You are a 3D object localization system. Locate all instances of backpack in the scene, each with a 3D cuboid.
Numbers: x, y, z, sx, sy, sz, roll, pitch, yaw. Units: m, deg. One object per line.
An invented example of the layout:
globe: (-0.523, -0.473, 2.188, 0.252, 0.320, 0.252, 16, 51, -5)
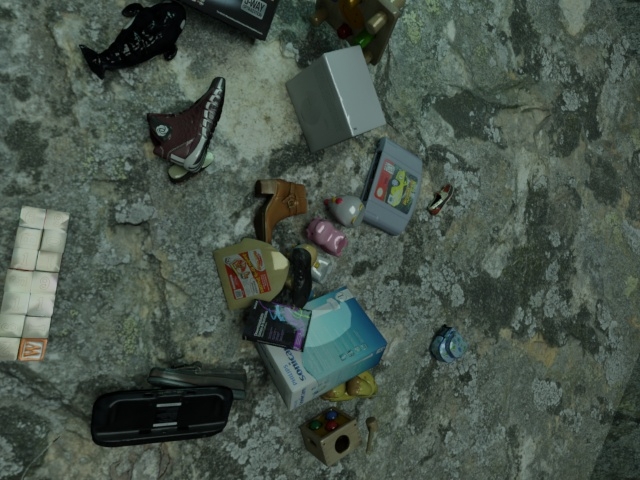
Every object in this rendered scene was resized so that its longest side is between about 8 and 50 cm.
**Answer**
backpack: (0.458, 0.376, 1.559, 0.114, 0.084, 0.105, -44, 107, -20)

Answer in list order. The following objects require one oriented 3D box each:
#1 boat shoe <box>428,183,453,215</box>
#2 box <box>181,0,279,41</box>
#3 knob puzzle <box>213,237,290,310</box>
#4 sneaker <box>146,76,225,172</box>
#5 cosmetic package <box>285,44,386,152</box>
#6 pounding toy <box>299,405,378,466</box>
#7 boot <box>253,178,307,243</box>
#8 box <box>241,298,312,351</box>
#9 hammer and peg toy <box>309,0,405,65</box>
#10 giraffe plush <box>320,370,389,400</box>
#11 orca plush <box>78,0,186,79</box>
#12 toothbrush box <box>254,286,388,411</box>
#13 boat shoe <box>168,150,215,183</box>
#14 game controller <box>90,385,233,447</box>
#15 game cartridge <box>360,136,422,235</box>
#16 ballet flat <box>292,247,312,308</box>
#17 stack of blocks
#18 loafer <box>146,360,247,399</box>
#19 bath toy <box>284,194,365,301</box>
boat shoe: (0.435, -0.154, 1.583, 0.043, 0.049, 0.137, 40, 75, -21)
box: (-0.244, -0.694, 1.114, 0.307, 0.076, 0.243, 12, 110, -36)
knob puzzle: (-0.176, 0.084, 1.193, 0.212, 0.030, 0.213, 0, 97, 1)
sneaker: (-0.345, -0.321, 1.108, 0.162, 0.106, 0.282, 17, 66, -10)
cosmetic package: (0.041, -0.397, 1.258, 0.138, 0.224, 0.224, -27, 102, -28)
pounding toy: (0.074, 0.552, 1.276, 0.205, 0.181, 0.094, -20, 98, -29)
boot: (-0.108, -0.079, 1.254, 0.152, 0.073, 0.197, 1, 91, -34)
box: (-0.111, 0.219, 1.138, 0.161, 0.029, 0.116, 10, 47, 3)
hammer and peg toy: (0.080, -0.627, 1.253, 0.266, 0.361, 0.127, 44, 82, 0)
giraffe plush: (0.098, 0.385, 1.317, 0.210, 0.181, 0.171, 0, 64, -8)
orca plush: (-0.436, -0.509, 1.055, 0.287, 0.102, 0.151, -32, 104, -27)
toothbrush box: (-0.004, 0.286, 1.195, 0.295, 0.216, 0.126, -20, 143, -26)
boat shoe: (-0.336, -0.192, 1.142, 0.133, 0.042, 0.049, -36, 81, -27)
game controller: (-0.373, 0.420, 1.052, 0.318, 0.067, 0.167, 5, 111, -26)
game cartridge: (0.243, -0.176, 1.470, 0.196, 0.060, 0.295, 24, 77, -31)
ballet flat: (-0.054, 0.104, 1.178, 0.057, 0.049, 0.173, -7, 107, -45)
stack of blocks: (-0.594, 0.083, 0.909, 0.087, 0.171, 0.298, 11, 83, -29)
loafer: (-0.309, 0.351, 1.126, 0.267, 0.096, 0.084, 26, 56, -34)
bath toy: (0.000, 0.000, 1.289, 0.348, 0.128, 0.151, -56, 158, -17)
